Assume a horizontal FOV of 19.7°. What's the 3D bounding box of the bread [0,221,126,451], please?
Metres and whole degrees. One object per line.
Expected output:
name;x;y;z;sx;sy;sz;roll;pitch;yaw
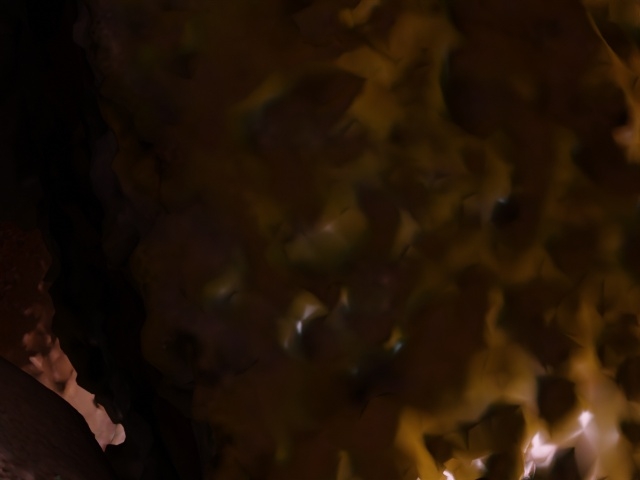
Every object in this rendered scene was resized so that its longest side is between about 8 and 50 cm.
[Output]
bread;-0.151;0.045;1.167;0.305;0.158;0.306;-156;-90;-89

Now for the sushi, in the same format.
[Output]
sushi;0.000;0.000;0.776;0.240;0.397;0.351;-15;162;-17

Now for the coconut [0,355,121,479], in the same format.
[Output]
coconut;-0.163;0.138;0.671;0.241;0.241;0.241;-60;180;0
